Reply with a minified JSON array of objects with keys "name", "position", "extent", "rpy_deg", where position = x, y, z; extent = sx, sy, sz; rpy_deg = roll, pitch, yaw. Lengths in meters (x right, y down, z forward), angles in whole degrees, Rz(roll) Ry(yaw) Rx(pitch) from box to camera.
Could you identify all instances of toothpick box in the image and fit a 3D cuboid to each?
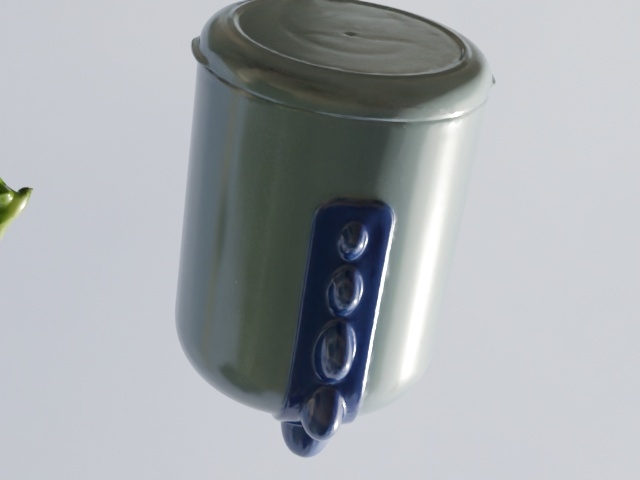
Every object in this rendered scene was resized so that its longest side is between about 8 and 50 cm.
[{"name":"toothpick box","position":[0.000,0.000,1.321],"extent":[0.263,0.355,0.263],"rpy_deg":[7,-155,-3]}]

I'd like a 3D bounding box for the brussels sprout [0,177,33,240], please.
[{"name":"brussels sprout","position":[-0.330,-0.015,0.991],"extent":[0.259,0.227,0.294],"rpy_deg":[12,179,4]}]
